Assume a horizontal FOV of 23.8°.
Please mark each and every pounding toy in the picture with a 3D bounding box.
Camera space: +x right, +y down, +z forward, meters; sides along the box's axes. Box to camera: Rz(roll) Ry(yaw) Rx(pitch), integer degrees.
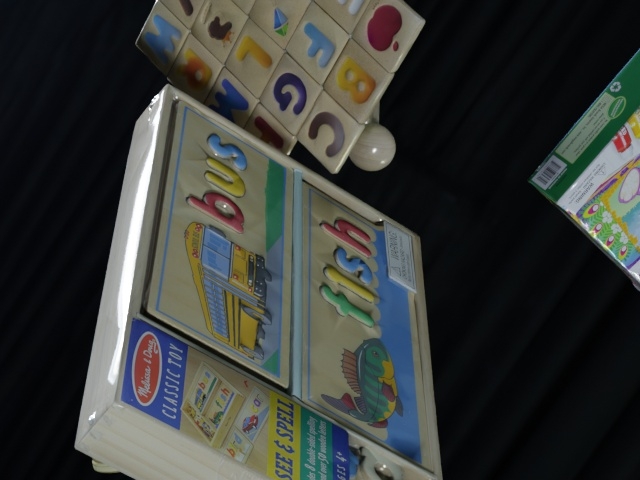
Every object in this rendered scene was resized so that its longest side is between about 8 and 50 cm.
[{"bbox_3d":[-0.016,-0.187,1.652,0.237,0.110,0.183,59,-170,-34],"label":"pounding toy"}]

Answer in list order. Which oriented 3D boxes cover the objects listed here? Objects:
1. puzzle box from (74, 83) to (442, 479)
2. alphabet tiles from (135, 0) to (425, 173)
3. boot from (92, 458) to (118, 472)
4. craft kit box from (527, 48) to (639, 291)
[{"bbox_3d":[-0.034,0.062,1.143,0.272,0.052,0.409,30,-150,-20],"label":"puzzle box"},{"bbox_3d":[-0.053,-0.235,1.435,0.011,0.285,0.342,-6,-135,-50],"label":"alphabet tiles"},{"bbox_3d":[-0.229,0.186,2.008,0.203,0.262,0.095,63,-152,-7],"label":"boot"},{"bbox_3d":[0.357,-0.085,1.509,0.246,0.250,0.061,36,-175,-46],"label":"craft kit box"}]
